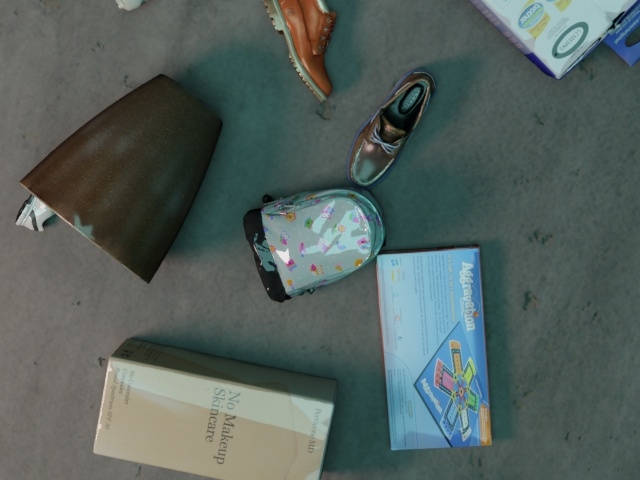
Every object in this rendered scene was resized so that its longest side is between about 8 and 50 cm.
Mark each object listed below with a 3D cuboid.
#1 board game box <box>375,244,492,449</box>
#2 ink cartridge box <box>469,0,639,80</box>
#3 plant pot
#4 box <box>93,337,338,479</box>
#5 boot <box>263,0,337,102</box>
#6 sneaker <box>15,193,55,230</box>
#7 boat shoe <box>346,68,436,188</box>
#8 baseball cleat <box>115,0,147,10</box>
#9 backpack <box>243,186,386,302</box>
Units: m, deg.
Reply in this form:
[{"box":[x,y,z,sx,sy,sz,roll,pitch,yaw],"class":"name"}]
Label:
[{"box":[0.157,0.150,1.874,0.145,0.027,0.281,-3,99,6],"class":"board game box"},{"box":[0.296,-0.390,1.715,0.395,0.151,0.270,45,100,-3],"class":"ink cartridge box"},{"box":[-0.240,-0.098,1.787,0.215,0.215,0.230,39,85,-3],"class":"plant pot"},{"box":[-0.140,0.242,1.861,0.311,0.121,0.148,10,99,2],"class":"box"},{"box":[-0.007,-0.266,1.804,0.084,0.059,0.158,-24,96,2],"class":"boot"},{"box":[-0.380,-0.061,1.875,0.043,0.040,0.109,29,104,-18],"class":"sneaker"},{"box":[0.090,-0.149,1.810,0.066,0.066,0.183,29,100,-1],"class":"boat shoe"},{"box":[-0.280,-0.410,1.801,0.109,0.072,0.206,-34,100,-5],"class":"baseball cleat"},{"box":[0.000,0.000,1.813,0.182,0.115,0.152,-18,101,13],"class":"backpack"}]
